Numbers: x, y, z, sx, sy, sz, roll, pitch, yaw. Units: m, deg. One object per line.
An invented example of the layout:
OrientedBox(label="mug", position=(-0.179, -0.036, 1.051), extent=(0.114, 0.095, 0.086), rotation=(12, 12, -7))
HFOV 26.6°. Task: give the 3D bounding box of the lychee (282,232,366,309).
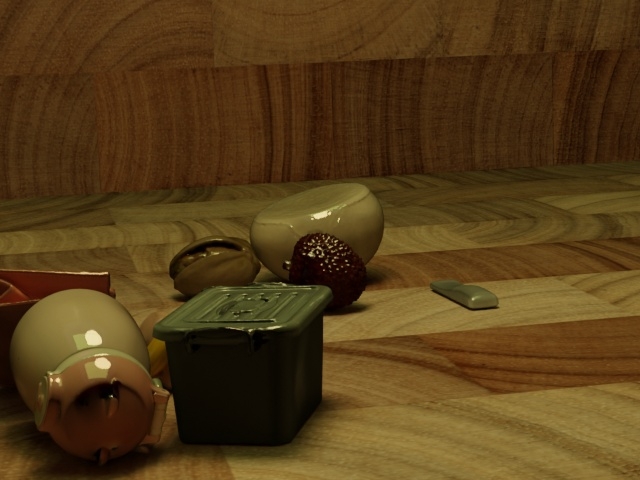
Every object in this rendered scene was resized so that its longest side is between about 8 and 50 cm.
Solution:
OrientedBox(label="lychee", position=(0.007, 0.052, 2.066), extent=(0.129, 0.123, 0.123), rotation=(33, 14, 5))

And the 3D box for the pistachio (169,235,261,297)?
OrientedBox(label="pistachio", position=(-0.172, 0.045, 2.204), extent=(0.149, 0.113, 0.113), rotation=(-9, 9, -1))

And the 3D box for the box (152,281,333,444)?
OrientedBox(label="box", position=(-0.077, 0.134, 1.495), extent=(0.163, 0.135, 0.243), rotation=(-2, 10, 11))

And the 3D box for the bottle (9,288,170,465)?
OrientedBox(label="bottle", position=(-0.242, 0.152, 1.421), extent=(0.147, 0.147, 0.236), rotation=(-5, 17, -17))

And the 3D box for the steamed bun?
OrientedBox(label="steamed bun", position=(0.000, 0.000, 2.293), extent=(0.232, 0.145, 0.232), rotation=(-15, 14, 4))

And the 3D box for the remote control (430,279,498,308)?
OrientedBox(label="remote control", position=(0.223, 0.078, 2.116), extent=(0.050, 0.027, 0.184), rotation=(-4, 8, -15))

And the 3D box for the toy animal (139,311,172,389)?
OrientedBox(label="toy animal", position=(-0.188, 0.146, 1.667), extent=(0.082, 0.091, 0.114), rotation=(24, 11, -25))

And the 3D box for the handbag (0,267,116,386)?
OrientedBox(label="handbag", position=(-0.320, 0.107, 1.615), extent=(0.157, 0.059, 0.212), rotation=(1, -31, -9))
